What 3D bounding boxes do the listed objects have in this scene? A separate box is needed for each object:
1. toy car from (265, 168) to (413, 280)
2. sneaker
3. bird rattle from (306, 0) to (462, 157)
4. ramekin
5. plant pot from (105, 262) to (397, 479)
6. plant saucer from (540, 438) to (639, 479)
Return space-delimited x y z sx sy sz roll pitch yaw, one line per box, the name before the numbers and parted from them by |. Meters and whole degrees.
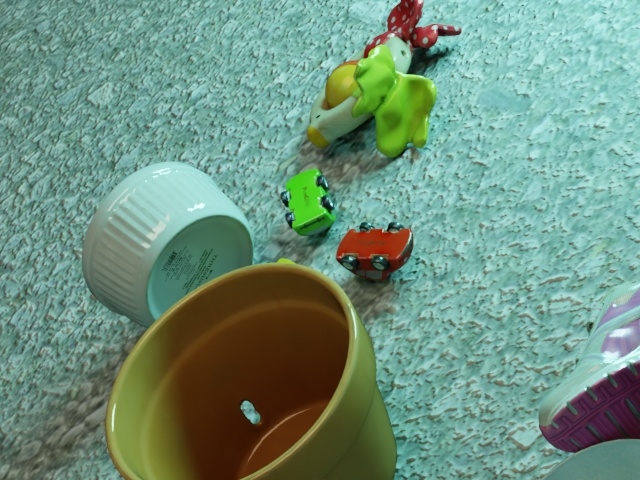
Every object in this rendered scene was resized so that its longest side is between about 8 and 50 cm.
toy car | 0.000 0.000 1.888 0.239 0.053 0.225 -24 40 12
sneaker | 0.310 0.112 1.533 0.252 0.103 0.111 -37 35 -12
bird rattle | 0.064 -0.221 2.012 0.207 0.143 0.253 -31 34 32
ramekin | -0.178 0.019 1.884 0.207 0.207 0.109 -45 50 -12
plant pot | -0.049 0.197 1.609 0.291 0.203 0.291 -20 41 19
plant saucer | 0.277 0.276 1.432 0.195 0.037 0.195 -19 42 18
